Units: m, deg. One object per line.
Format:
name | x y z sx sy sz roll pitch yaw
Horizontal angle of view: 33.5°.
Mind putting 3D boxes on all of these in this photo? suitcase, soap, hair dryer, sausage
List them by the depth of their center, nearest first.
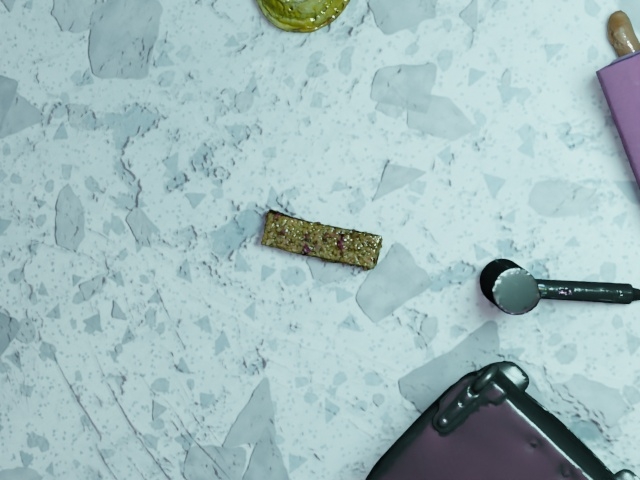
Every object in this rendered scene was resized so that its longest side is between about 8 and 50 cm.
soap | 0.520 -0.160 1.500 0.181 0.081 0.259 -18 95 29
suitcase | 0.258 0.390 1.552 0.345 0.188 0.339 43 99 10
sausage | 0.478 -0.257 1.571 0.043 0.043 0.186 -34 81 13
hair dryer | 0.367 0.069 1.587 0.248 0.114 0.070 1 97 -4

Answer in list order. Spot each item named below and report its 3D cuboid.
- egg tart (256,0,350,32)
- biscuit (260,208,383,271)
egg tart | -0.032 -0.428 1.700 0.191 0.074 0.191 0 91 14
biscuit | 0.000 0.000 1.705 0.199 0.034 0.064 13 93 16
